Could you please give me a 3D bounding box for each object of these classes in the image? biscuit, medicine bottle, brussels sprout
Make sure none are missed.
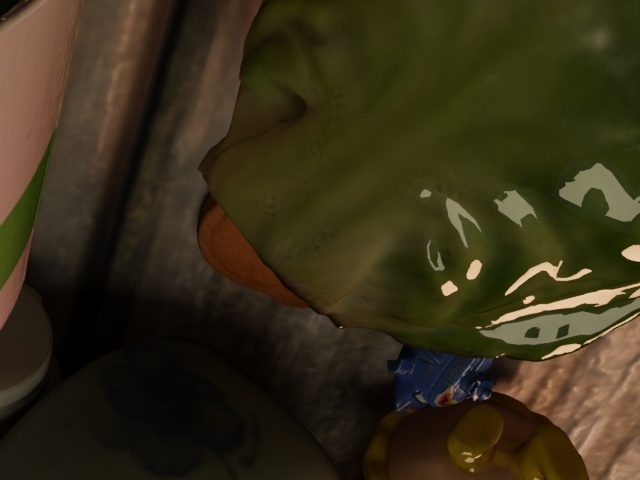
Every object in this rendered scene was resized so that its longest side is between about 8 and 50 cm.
[{"bbox_3d":[0.000,0.000,0.898,0.130,0.019,0.102,19,135,-29],"label":"biscuit"},{"bbox_3d":[-0.193,0.104,0.928,0.107,0.107,0.191,5,139,-14],"label":"medicine bottle"},{"bbox_3d":[0.078,-0.058,0.703,0.244,0.244,0.244,-4,140,-3],"label":"brussels sprout"}]

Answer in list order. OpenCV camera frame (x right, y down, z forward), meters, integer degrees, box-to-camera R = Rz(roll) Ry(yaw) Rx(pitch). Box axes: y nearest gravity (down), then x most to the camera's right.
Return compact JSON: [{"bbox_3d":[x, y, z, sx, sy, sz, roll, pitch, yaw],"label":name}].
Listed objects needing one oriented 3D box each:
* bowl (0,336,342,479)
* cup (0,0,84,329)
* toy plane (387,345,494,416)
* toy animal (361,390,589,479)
[{"bbox_3d":[-0.066,0.207,0.913,0.146,0.289,0.289,21,152,31],"label":"bowl"},{"bbox_3d":[-0.197,-0.068,0.630,0.253,0.253,0.274,0,146,-8],"label":"cup"},{"bbox_3d":[0.091,0.036,0.917,0.054,0.062,0.167,7,127,-48],"label":"toy plane"},{"bbox_3d":[0.078,0.165,1.026,0.156,0.156,0.230,7,149,-16],"label":"toy animal"}]
